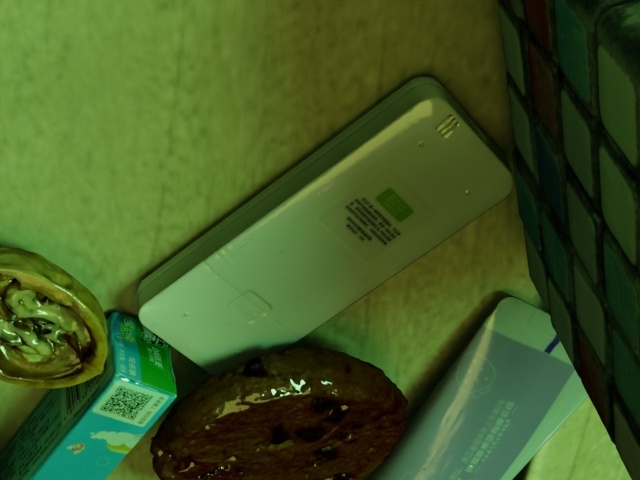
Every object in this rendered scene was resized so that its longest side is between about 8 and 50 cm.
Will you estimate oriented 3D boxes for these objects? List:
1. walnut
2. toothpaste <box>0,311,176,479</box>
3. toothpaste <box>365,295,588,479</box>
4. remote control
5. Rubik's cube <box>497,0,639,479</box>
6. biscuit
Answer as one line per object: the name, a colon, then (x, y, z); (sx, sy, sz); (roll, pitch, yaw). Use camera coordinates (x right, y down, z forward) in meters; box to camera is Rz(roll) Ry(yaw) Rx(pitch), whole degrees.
walnut: (-0.189, 0.043, 0.746); (0.121, 0.052, 0.091); (37, 116, -27)
toothpaste: (-0.194, 0.162, 0.834); (0.050, 0.065, 0.266); (24, 121, -31)
toothpaste: (0.082, 0.203, 0.914); (0.125, 0.080, 0.371); (24, 116, -27)
remote control: (0.000, 0.000, 0.757); (0.250, 0.034, 0.103); (-36, 126, 19)
Rubik's cube: (0.269, -0.037, 0.596); (0.293, 0.287, 0.292); (-16, 126, 0)
biscuit: (-0.028, 0.138, 0.838); (0.192, 0.049, 0.192); (-13, 147, -8)
